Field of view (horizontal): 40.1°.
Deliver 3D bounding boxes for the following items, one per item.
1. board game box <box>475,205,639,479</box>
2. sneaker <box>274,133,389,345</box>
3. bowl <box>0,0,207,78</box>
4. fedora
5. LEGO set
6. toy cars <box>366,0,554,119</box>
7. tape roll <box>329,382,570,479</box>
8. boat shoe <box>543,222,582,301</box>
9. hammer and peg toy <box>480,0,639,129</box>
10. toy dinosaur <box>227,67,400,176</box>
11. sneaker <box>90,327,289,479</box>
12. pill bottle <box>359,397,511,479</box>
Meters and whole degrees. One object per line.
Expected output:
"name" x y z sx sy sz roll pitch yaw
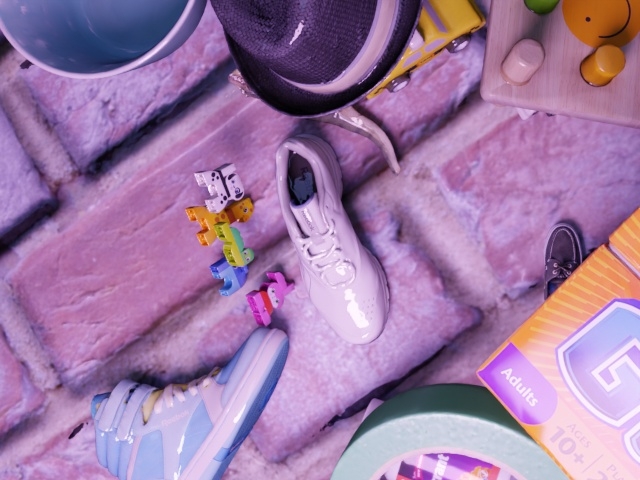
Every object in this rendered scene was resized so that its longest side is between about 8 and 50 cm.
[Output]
"board game box" 0.447 0.115 0.846 0.356 0.356 0.356 48 115 20
"sneaker" 0.000 0.000 1.142 0.111 0.129 0.297 -24 85 11
"bowl" -0.275 -0.360 1.196 0.311 0.163 0.311 0 89 14
"fedora" -0.038 -0.320 1.051 0.334 0.152 0.334 0 89 32
"LEGO set" -0.108 -0.009 1.191 0.087 0.093 0.227 4 122 47
"toy cars" 0.214 -0.252 1.112 0.393 0.087 0.176 10 92 14
"tape roll" 0.166 0.327 1.022 0.321 0.077 0.321 6 110 17
"boat shoe" 0.306 0.048 1.110 0.049 0.040 0.142 3 90 14
"hammer and peg toy" 0.334 -0.309 1.004 0.266 0.127 0.361 10 79 -2
"toy dinosaur" 0.009 -0.198 1.169 0.268 0.064 0.118 29 125 13
"sneaker" -0.194 0.217 1.191 0.208 0.127 0.319 33 96 11
"pill bottle" 0.144 0.271 1.114 0.193 0.108 0.108 18 94 14
